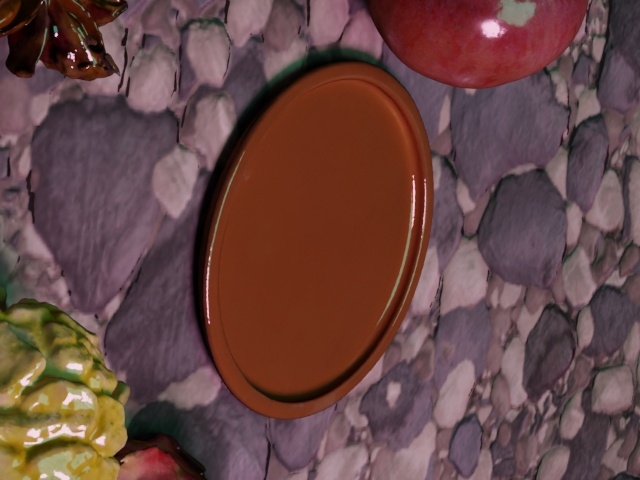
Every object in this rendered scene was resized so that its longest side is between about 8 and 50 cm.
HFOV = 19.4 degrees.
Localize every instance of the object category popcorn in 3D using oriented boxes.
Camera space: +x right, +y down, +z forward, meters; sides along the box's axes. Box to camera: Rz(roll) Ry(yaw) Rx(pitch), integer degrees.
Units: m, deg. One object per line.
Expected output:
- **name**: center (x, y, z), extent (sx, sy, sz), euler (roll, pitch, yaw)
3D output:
- **popcorn**: center (-0.169, 0.100, 0.986), extent (0.141, 0.135, 0.162), euler (-56, 153, 3)

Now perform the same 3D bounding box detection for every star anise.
- **star anise**: center (-0.177, -0.120, 0.951), extent (0.191, 0.070, 0.097), euler (-6, 81, -51)

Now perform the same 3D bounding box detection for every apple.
- **apple**: center (0.102, -0.171, 1.241), extent (0.153, 0.153, 0.120), euler (-50, 175, -30)

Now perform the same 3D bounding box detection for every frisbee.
- **frisbee**: center (0.000, 0.000, 1.275), extent (0.251, 0.021, 0.250), euler (-25, 123, -46)

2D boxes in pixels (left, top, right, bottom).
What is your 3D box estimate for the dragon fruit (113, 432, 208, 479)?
- **dragon fruit**: center (-0.059, 0.238, 1.167), extent (0.126, 0.161, 0.274), euler (-32, 126, -41)
